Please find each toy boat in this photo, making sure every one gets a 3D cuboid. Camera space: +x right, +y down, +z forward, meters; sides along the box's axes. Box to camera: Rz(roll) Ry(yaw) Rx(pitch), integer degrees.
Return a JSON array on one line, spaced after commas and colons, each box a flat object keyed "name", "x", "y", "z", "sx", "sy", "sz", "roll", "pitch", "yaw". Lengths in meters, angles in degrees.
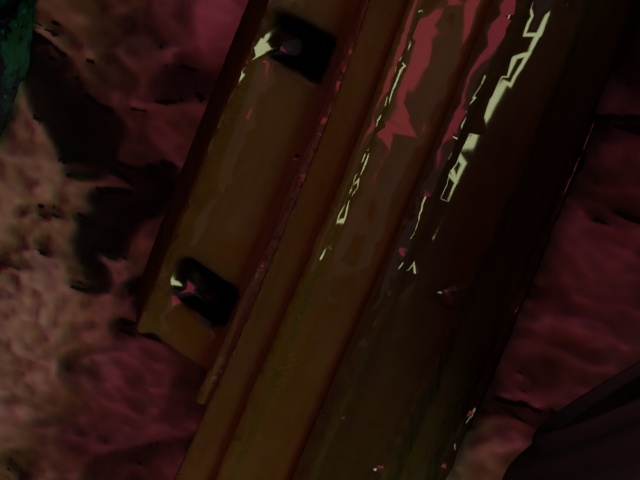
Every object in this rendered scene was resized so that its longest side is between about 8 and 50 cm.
[{"name": "toy boat", "x": 0.000, "y": 0.000, "z": 0.738, "sx": 0.162, "sy": 0.136, "sz": 0.445, "roll": 30, "pitch": 112, "yaw": 23}]

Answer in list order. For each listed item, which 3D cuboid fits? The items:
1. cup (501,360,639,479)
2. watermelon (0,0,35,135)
[{"name": "cup", "x": 0.206, "y": 0.145, "z": 0.545, "sx": 0.259, "sy": 0.356, "sz": 0.274, "roll": -29, "pitch": 85, "yaw": 4}, {"name": "watermelon", "x": -0.210, "y": -0.114, "z": 0.840, "sx": 0.146, "sy": 0.128, "sz": 0.231, "roll": 24, "pitch": 108, "yaw": 1}]
